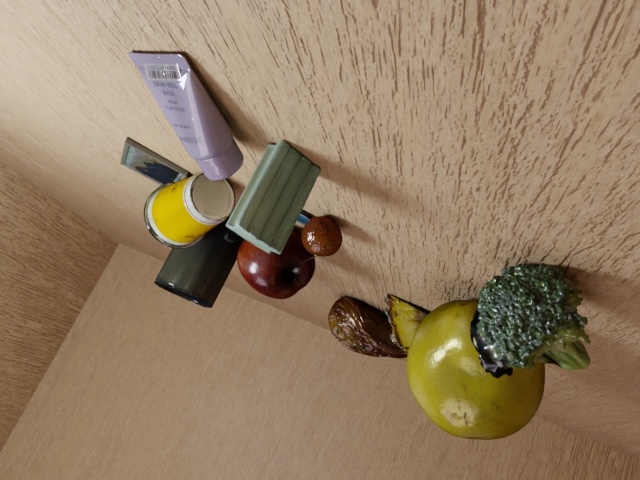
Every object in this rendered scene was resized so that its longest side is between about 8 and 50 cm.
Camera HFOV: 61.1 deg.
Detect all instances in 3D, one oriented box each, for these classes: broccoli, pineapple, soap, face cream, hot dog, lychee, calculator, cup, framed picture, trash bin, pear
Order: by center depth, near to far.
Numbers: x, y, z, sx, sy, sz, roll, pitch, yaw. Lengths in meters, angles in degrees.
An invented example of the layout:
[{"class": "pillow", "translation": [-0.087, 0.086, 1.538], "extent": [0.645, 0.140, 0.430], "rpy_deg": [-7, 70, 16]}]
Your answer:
[{"class": "face cream", "translation": [-0.241, -0.239, 1.029], "extent": [0.154, 0.096, 0.274], "rpy_deg": [18, 150, 36]}, {"class": "soap", "translation": [-0.090, -0.085, 1.066], "extent": [0.114, 0.199, 0.063], "rpy_deg": [36, 160, -30]}, {"class": "broccoli", "translation": [0.422, 0.178, 1.072], "extent": [0.243, 0.247, 0.263], "rpy_deg": [37, 180, -18]}, {"class": "lychee", "translation": [0.000, -0.006, 1.367], "extent": [0.114, 0.101, 0.140], "rpy_deg": [3, 162, 9]}, {"class": "calculator", "translation": [-0.074, -0.074, 1.416], "extent": [0.141, 0.019, 0.094], "rpy_deg": [29, 164, -8]}, {"class": "pear", "translation": [0.404, 0.334, 1.426], "extent": [0.362, 0.362, 0.419], "rpy_deg": [21, 137, 13]}, {"class": "cup", "translation": [-0.356, -0.088, 1.495], "extent": [0.196, 0.197, 0.279], "rpy_deg": [33, 151, -29]}, {"class": "framed picture", "translation": [-0.492, -0.215, 1.599], "extent": [0.192, 0.018, 0.265], "rpy_deg": [29, 164, -17]}, {"class": "trash bin", "translation": [-0.364, 0.042, 1.711], "extent": [0.252, 0.302, 0.203], "rpy_deg": [8, 157, 49]}, {"class": "pineapple", "translation": [0.340, 0.327, 1.844], "extent": [0.334, 0.158, 0.161], "rpy_deg": [23, 165, 3]}, {"class": "hot dog", "translation": [0.207, 0.374, 2.177], "extent": [0.387, 0.174, 0.267], "rpy_deg": [30, 162, -14]}]

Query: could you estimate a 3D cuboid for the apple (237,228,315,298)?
[{"class": "apple", "translation": [-0.127, 0.057, 1.582], "extent": [0.233, 0.234, 0.234], "rpy_deg": [23, 165, 7]}]
